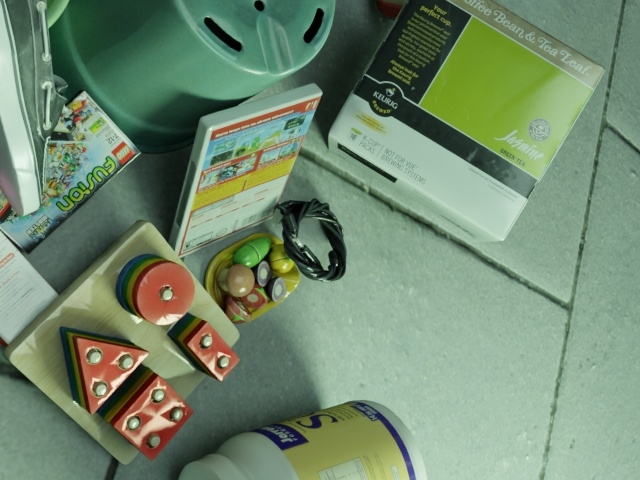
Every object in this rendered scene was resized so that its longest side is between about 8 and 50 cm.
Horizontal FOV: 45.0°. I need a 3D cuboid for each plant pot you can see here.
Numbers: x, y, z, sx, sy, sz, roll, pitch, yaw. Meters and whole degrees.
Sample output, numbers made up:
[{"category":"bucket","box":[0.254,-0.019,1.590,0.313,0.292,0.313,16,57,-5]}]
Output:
[{"category":"plant pot","box":[-0.176,-0.312,1.065,0.341,0.334,0.342,3,85,-37]}]

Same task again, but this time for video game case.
[{"category":"video game case","box":[-0.118,-0.098,1.148,0.204,0.285,0.025,-25,65,-36]}]

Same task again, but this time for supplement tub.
[{"category":"supplement tub","box":[-0.026,0.393,1.177,0.331,0.241,0.241,-7,90,-38]}]

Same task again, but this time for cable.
[{"category":"cable","box":[0.000,0.000,1.312,0.184,0.047,0.151,4,58,-59]}]

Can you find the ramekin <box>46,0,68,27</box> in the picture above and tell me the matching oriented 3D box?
[{"category":"ramekin","box":[-0.473,-0.363,0.955,0.303,0.148,0.304,4,84,-37]}]

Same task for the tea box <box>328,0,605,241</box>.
[{"category":"tea box","box":[0.229,-0.218,1.303,0.329,0.220,0.324,32,91,1]}]

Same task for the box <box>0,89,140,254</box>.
[{"category":"box","box":[-0.360,-0.093,1.046,0.207,0.036,0.114,-45,114,-9]}]

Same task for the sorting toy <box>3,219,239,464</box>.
[{"category":"sorting toy","box":[-0.246,0.152,1.074,0.257,0.089,0.255,-48,126,-22]}]

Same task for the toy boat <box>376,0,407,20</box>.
[{"category":"toy boat","box":[0.217,-0.460,1.523,0.231,0.151,0.151,-35,138,-34]}]

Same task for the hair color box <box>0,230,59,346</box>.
[{"category":"hair color box","box":[-0.433,0.049,1.011,0.093,0.053,0.167,-47,115,-29]}]

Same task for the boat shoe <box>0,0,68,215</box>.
[{"category":"boat shoe","box":[-0.353,-0.169,0.927,0.102,0.108,0.301,-25,133,-35]}]

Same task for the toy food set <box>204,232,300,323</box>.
[{"category":"toy food set","box":[-0.111,0.068,1.246,0.217,0.071,0.128,-32,105,-35]}]
